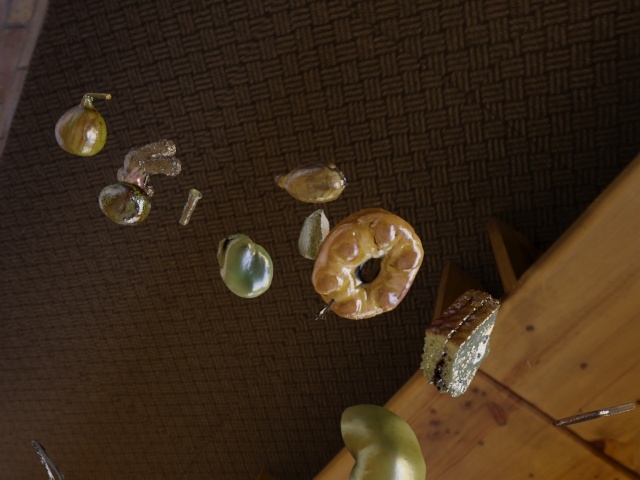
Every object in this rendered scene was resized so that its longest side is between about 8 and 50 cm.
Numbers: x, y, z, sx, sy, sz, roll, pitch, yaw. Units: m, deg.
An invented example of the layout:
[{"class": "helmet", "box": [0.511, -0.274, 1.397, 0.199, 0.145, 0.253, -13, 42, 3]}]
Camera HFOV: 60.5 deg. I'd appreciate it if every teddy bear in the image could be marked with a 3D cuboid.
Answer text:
[{"class": "teddy bear", "box": [-0.578, -0.243, 1.783, 0.251, 0.182, 0.129, -32, 146, 24]}]

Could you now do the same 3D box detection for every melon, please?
[{"class": "melon", "box": [-0.002, 0.003, 1.774, 0.093, 0.140, 0.203, -3, 136, -23]}]

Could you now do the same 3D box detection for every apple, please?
[{"class": "apple", "box": [0.193, 0.718, 1.767, 0.311, 0.360, 0.320, 22, 78, 40]}]

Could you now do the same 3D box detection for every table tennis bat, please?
[{"class": "table tennis bat", "box": [0.764, 0.492, 1.540, 0.220, 0.019, 0.130, -22, 151, 19]}]

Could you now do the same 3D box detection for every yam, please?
[{"class": "yam", "box": [-0.312, -0.072, 1.307, 0.033, 0.027, 0.129, 29, 138, -5]}]

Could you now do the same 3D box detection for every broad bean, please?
[{"class": "broad bean", "box": [-0.244, 0.083, 1.760, 0.169, 0.100, 0.228, -44, 110, -5]}]

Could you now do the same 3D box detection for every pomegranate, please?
[{"class": "pomegranate", "box": [-0.511, -0.112, 1.474, 0.138, 0.163, 0.126, 8, 133, 39]}]

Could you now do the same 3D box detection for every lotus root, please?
[{"class": "lotus root", "box": [-0.028, -0.173, 1.630, 0.214, 0.138, 0.139, 2, 114, 9]}]

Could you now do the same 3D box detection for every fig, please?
[{"class": "fig", "box": [-0.699, -0.340, 1.603, 0.148, 0.142, 0.186, 23, 120, 41]}]

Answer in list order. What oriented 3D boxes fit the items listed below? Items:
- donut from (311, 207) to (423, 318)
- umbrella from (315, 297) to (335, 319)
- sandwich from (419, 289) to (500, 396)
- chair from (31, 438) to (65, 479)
[{"class": "donut", "box": [0.128, 0.065, 1.530, 0.317, 0.150, 0.299, -24, 111, 2]}, {"class": "umbrella", "box": [0.013, 0.182, 1.448, 0.031, 0.083, 0.020, 16, 132, 35]}, {"class": "sandwich", "box": [0.445, 0.349, 1.763, 0.131, 0.262, 0.325, 29, 137, 34]}, {"class": "chair", "box": [-0.518, 0.505, 0.992, 0.145, 0.140, 0.221, 27, 135, 39]}]
